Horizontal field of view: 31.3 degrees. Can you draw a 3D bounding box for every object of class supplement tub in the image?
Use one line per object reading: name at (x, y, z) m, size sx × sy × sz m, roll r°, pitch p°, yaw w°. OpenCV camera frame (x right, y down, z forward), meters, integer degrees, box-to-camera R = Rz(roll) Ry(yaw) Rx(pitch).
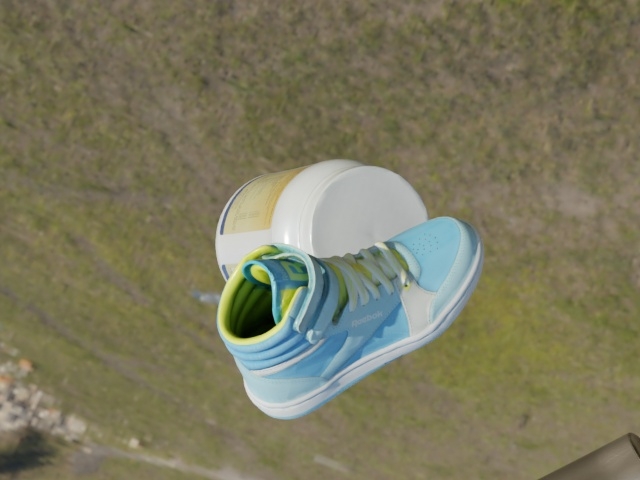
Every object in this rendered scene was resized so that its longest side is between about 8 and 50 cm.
supplement tub at (0.000, 0.000, 1.689) m, size 0.228 × 0.228 × 0.316 m, roll 31°, pitch 165°, yaw -23°

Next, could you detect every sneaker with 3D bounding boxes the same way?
sneaker at (0.031, 0.048, 1.224) m, size 0.127 × 0.319 × 0.208 m, roll 47°, pitch 172°, yaw 38°

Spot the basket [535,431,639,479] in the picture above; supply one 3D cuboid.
basket at (0.396, 0.394, 1.654) m, size 0.227 × 0.154 × 0.204 m, roll -38°, pitch 117°, yaw 17°
